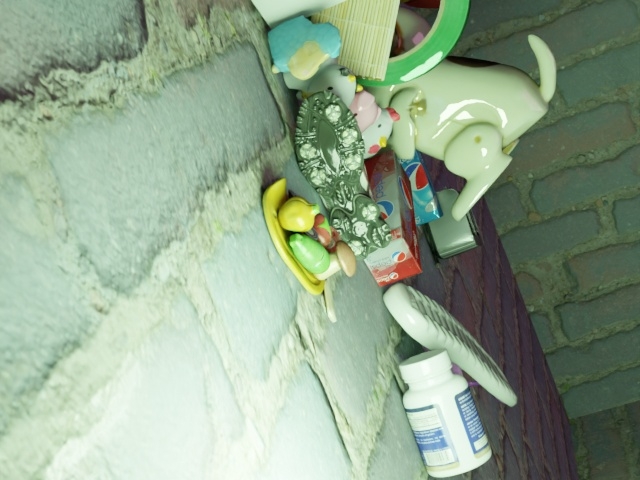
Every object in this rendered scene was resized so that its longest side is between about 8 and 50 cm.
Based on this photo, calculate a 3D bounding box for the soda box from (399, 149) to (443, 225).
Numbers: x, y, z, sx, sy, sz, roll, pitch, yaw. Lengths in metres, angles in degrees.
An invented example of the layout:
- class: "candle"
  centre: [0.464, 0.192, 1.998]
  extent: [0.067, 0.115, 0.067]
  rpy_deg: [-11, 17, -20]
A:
- class: "soda box"
  centre: [0.216, -0.142, 2.145]
  extent: [0.071, 0.067, 0.210]
  rpy_deg: [-23, 93, -74]

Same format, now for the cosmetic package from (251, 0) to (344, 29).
- class: "cosmetic package"
  centre: [-0.071, -0.550, 1.519]
  extent: [0.197, 0.155, 0.366]
  rpy_deg: [49, 28, -50]

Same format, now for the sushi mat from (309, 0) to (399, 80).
- class: "sushi mat"
  centre: [0.068, -0.443, 1.616]
  extent: [0.019, 0.151, 0.317]
  rpy_deg: [3, 98, -83]

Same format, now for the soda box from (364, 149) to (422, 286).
- class: "soda box"
  centre: [0.120, -0.044, 1.684]
  extent: [0.263, 0.083, 0.092]
  rpy_deg: [-89, 154, -49]

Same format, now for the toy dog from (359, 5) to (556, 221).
- class: "toy dog"
  centre: [0.223, -0.295, 1.853]
  extent: [0.408, 0.395, 0.284]
  rpy_deg: [37, 32, 3]

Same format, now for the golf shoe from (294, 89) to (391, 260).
- class: "golf shoe"
  centre: [0.025, -0.103, 1.456]
  extent: [0.120, 0.105, 0.273]
  rpy_deg: [-111, -177, -73]

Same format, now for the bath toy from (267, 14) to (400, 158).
- class: "bath toy"
  centre: [0.039, -0.239, 1.564]
  extent: [0.348, 0.129, 0.151]
  rpy_deg: [43, 31, -59]

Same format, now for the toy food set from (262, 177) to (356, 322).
- class: "toy food set"
  centre: [0.000, 0.000, 1.255]
  extent: [0.218, 0.071, 0.128]
  rpy_deg: [54, 23, -46]

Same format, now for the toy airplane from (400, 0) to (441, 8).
- class: "toy airplane"
  centre: [0.102, -0.639, 2.100]
  extent: [0.386, 0.272, 0.384]
  rpy_deg: [-37, 98, -36]

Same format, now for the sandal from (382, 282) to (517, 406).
- class: "sandal"
  centre: [0.227, 0.207, 1.739]
  extent: [0.416, 0.102, 0.169]
  rpy_deg: [40, 16, -37]

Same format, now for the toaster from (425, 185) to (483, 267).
- class: "toaster"
  centre: [0.319, -0.038, 2.286]
  extent: [0.168, 0.110, 0.186]
  rpy_deg: [1, 71, -72]

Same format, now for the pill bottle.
- class: "pill bottle"
  centre: [0.197, 0.277, 1.508]
  extent: [0.112, 0.112, 0.187]
  rpy_deg: [-18, 89, -74]

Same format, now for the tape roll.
- class: "tape roll"
  centre: [0.113, -0.444, 1.693]
  extent: [0.077, 0.321, 0.321]
  rpy_deg: [-44, 114, -74]
